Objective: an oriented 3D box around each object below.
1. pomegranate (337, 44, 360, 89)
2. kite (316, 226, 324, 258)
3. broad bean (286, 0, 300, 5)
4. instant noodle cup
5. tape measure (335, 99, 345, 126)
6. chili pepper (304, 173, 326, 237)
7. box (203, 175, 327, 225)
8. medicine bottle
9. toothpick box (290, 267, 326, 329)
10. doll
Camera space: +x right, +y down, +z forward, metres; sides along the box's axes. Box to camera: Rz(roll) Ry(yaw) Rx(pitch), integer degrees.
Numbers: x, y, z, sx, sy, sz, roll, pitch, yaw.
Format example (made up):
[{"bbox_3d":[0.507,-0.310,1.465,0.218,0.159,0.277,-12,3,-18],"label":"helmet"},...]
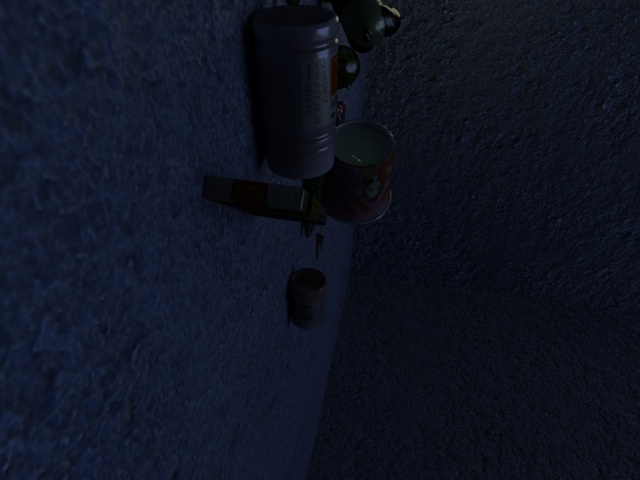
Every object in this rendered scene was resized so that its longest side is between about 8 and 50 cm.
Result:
[{"bbox_3d":[0.042,-0.476,1.152,0.122,0.122,0.162,45,26,-80],"label":"pomegranate"},{"bbox_3d":[0.000,0.000,1.596,0.190,0.010,0.159,8,89,-83],"label":"kite"},{"bbox_3d":[-0.040,-0.542,0.689,0.075,0.067,0.325,-137,-134,-62],"label":"broad bean"},{"bbox_3d":[0.107,-0.209,1.283,0.231,0.242,0.243,93,8,-56],"label":"instant noodle cup"},{"bbox_3d":[0.042,-0.367,1.336,0.118,0.074,0.125,-69,162,-55],"label":"tape measure"},{"bbox_3d":[-0.024,-0.112,1.202,0.088,0.059,0.227,-59,158,-69],"label":"chili pepper"},{"bbox_3d":[-0.068,-0.055,0.656,0.235,0.132,0.034,20,80,-82],"label":"box"},{"bbox_3d":[-0.037,-0.237,0.714,0.133,0.133,0.250,-73,168,-49],"label":"medicine bottle"},{"bbox_3d":[-0.034,0.162,1.197,0.098,0.098,0.149,-72,167,-51],"label":"toothpick box"},{"bbox_3d":[0.097,-0.596,1.102,0.135,0.143,0.234,-12,75,-60],"label":"doll"}]
